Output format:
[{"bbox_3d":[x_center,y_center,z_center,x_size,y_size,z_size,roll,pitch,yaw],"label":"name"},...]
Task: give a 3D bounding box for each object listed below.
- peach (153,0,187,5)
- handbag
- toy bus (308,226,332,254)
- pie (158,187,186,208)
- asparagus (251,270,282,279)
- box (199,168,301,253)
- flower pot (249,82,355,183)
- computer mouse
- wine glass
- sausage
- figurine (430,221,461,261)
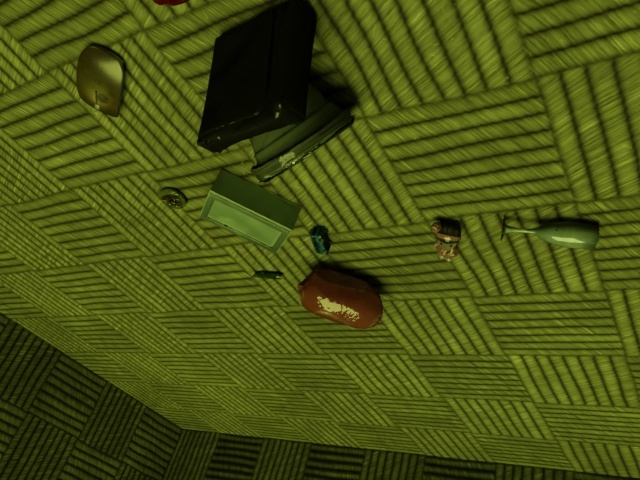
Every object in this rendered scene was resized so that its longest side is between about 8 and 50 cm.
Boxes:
[{"bbox_3d":[-0.253,-0.451,0.993,0.100,0.101,0.101,13,146,9],"label":"peach"},{"bbox_3d":[-0.111,-0.284,1.034,0.223,0.247,0.080,-12,154,38],"label":"handbag"},{"bbox_3d":[0.000,0.000,1.561,0.046,0.038,0.083,8,144,22],"label":"toy bus"},{"bbox_3d":[-0.404,-0.113,1.611,0.084,0.021,0.084,13,147,9],"label":"pie"},{"bbox_3d":[-0.165,0.107,1.809,0.108,0.021,0.025,1,138,25],"label":"asparagus"},{"bbox_3d":[-0.181,-0.072,1.504,0.225,0.086,0.129,26,146,-9],"label":"box"},{"bbox_3d":[-0.061,-0.227,1.140,0.235,0.235,0.141,-25,105,46],"label":"flower pot"},{"bbox_3d":[-0.486,-0.344,1.301,0.102,0.045,0.199,28,145,-9],"label":"computer mouse"},{"bbox_3d":[0.496,-0.015,1.278,0.198,0.066,0.066,6,145,17],"label":"wine glass"},{"bbox_3d":[0.057,0.160,1.674,0.254,0.148,0.148,12,146,0],"label":"sausage"},{"bbox_3d":[0.300,-0.001,1.407,0.072,0.054,0.129,23,157,21],"label":"figurine"}]
